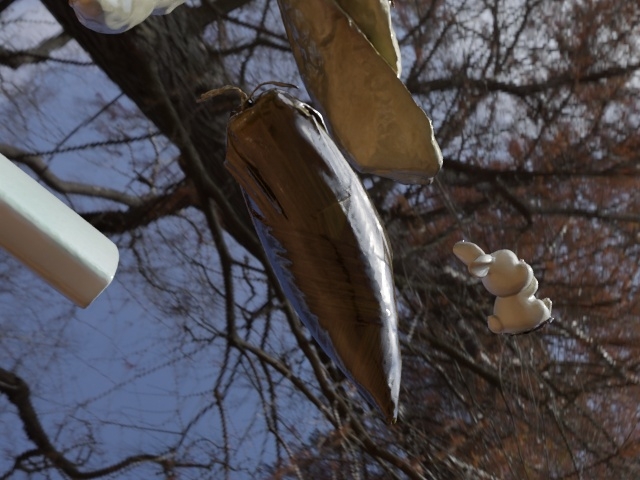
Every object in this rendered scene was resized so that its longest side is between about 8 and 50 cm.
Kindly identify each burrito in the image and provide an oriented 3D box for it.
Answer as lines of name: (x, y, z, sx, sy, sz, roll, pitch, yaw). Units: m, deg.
burrito: (0.040, -0.211, 1.089, 0.135, 0.190, 0.332, -18, -89, -6)

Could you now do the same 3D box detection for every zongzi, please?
zongzi: (0.000, 0.000, 0.807, 0.111, 0.248, 0.241, -26, -143, 3)

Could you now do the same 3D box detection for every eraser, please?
eraser: (-0.431, -0.036, 1.348, 0.104, 0.290, 0.189, -49, -159, -1)

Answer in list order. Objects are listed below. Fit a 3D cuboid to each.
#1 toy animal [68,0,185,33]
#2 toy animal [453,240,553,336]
toy animal: (-0.082, -0.267, 0.682, 0.266, 0.188, 0.308, -56, -145, 16)
toy animal: (0.226, 0.053, 1.147, 0.085, 0.071, 0.124, -22, -73, -2)
